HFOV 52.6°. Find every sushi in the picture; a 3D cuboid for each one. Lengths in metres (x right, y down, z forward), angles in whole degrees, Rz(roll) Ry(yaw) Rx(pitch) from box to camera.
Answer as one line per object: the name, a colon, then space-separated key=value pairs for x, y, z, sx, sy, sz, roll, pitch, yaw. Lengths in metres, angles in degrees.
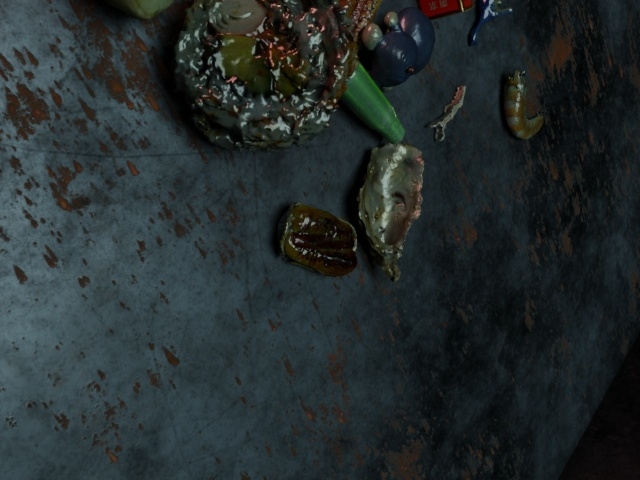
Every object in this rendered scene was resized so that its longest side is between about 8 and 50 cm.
sushi: x=-0.127 y=-0.381 z=1.377 sx=0.417 sy=0.176 sz=0.418 roll=0 pitch=91 yaw=-6

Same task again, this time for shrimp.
shrimp: x=0.712 y=-0.444 z=2.254 sx=0.287 sy=0.068 sz=0.185 roll=31 pitch=75 yaw=-40

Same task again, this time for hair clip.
hair clip: x=0.404 y=-0.397 z=2.010 sx=0.226 sy=0.034 sz=0.072 roll=-52 pitch=127 yaw=-28

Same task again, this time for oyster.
oyster: x=0.168 y=-0.097 z=1.793 sx=0.204 sy=0.111 sz=0.396 roll=16 pitch=79 yaw=-26

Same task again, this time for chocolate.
chocolate: x=0.132 y=-0.360 z=1.717 sx=0.291 sy=0.110 sz=0.110 roll=40 pitch=68 yaw=-41

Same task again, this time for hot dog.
hot dog: x=0.000 y=0.000 z=1.657 sx=0.270 sy=0.081 sz=0.163 roll=21 pitch=78 yaw=-39
hot dog: x=0.080 y=-0.594 z=1.683 sx=0.144 sy=0.075 sz=0.268 roll=37 pitch=72 yaw=-39

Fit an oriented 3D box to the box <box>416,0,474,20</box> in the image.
box: x=0.335 y=-0.761 z=1.843 sx=0.074 sy=0.153 sz=0.240 roll=-36 pitch=116 yaw=-38

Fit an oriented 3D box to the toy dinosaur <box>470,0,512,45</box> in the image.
toy dinosaur: x=0.520 y=-0.769 z=2.064 sx=0.188 sy=0.075 sz=0.248 roll=-31 pitch=119 yaw=-28

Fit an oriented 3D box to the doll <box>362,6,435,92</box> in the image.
doll: x=0.215 y=-0.523 z=1.755 sx=0.228 sy=0.154 sz=0.258 roll=88 pitch=26 yaw=-43

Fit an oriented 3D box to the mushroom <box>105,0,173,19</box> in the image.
mushroom: x=-0.371 y=-0.590 z=1.267 sx=0.217 sy=0.212 sz=0.292 roll=26 pitch=87 yaw=6
